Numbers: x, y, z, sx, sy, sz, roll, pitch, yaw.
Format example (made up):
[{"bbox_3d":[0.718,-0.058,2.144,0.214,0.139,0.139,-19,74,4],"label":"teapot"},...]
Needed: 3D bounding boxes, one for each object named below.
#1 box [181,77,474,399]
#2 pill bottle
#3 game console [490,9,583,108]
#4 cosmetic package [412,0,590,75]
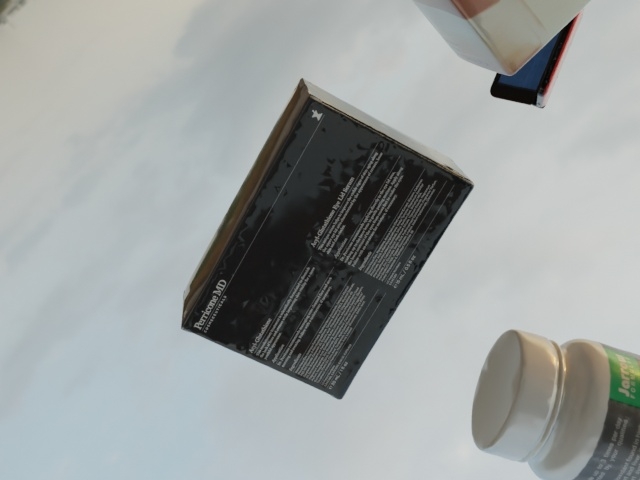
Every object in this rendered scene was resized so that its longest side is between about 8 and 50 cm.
[{"bbox_3d":[0.000,0.000,0.969,0.261,0.184,0.103,-59,-162,14],"label":"box"},{"bbox_3d":[0.405,0.252,1.320,0.204,0.361,0.204,-163,-90,-83],"label":"pill bottle"},{"bbox_3d":[0.290,-0.261,1.307,0.124,0.085,0.144,23,89,-78],"label":"game console"},{"bbox_3d":[0.126,-0.324,0.991,0.129,0.296,0.153,-44,-157,3],"label":"cosmetic package"}]
